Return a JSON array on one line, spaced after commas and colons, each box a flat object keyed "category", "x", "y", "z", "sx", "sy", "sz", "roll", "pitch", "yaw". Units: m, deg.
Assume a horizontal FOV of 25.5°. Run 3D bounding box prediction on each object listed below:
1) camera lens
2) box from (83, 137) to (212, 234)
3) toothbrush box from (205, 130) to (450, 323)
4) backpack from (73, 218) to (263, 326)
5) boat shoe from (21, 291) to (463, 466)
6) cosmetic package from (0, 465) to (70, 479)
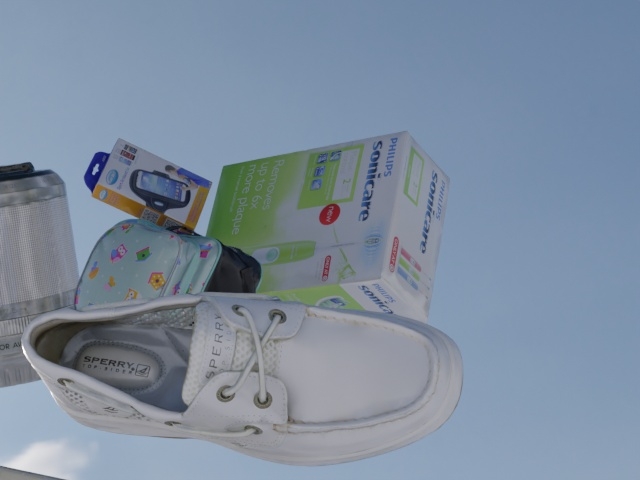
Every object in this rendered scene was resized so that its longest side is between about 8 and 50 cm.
[{"category": "camera lens", "x": -0.428, "y": 0.042, "z": 1.852, "sx": 0.219, "sy": 0.274, "sz": 0.219, "roll": -8, "pitch": 5, "yaw": 1}, {"category": "box", "x": -0.196, "y": -0.061, "z": 1.598, "sx": 0.136, "sy": 0.081, "sz": 0.028, "roll": 26, "pitch": -45, "yaw": -11}, {"category": "toothbrush box", "x": 0.000, "y": 0.000, "z": 1.754, "sx": 0.283, "sy": 0.206, "sz": 0.122, "roll": -7, "pitch": -33, "yaw": 32}, {"category": "backpack", "x": -0.181, "y": 0.060, "z": 1.521, "sx": 0.144, "sy": 0.166, "sz": 0.188, "roll": 26, "pitch": -8, "yaw": -41}, {"category": "boat shoe", "x": -0.055, "y": 0.079, "z": 0.866, "sx": 0.277, "sy": 0.098, "sz": 0.096, "roll": -2, "pitch": -23, "yaw": 17}, {"category": "cosmetic package", "x": -0.204, "y": 0.326, "z": 1.442, "sx": 0.296, "sy": 0.129, "sz": 0.153, "roll": 15, "pitch": -16, "yaw": -13}]
